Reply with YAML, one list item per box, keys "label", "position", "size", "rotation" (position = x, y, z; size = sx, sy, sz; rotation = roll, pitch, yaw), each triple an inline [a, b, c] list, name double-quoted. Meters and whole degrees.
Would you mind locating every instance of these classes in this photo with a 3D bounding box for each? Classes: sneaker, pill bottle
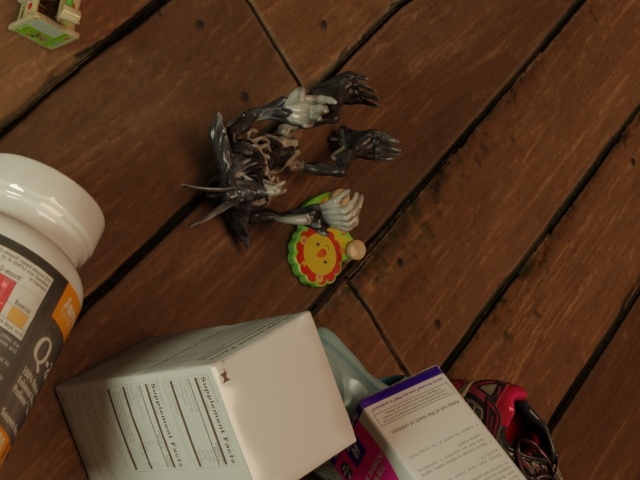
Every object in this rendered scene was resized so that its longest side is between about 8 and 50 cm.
- label: "sneaker"
  position: [0.254, 0.297, 1.742]
  size: [0.299, 0.112, 0.121]
  rotation: [54, 51, -23]
- label: "pill bottle"
  position: [-0.303, 0.072, 1.225]
  size: [0.162, 0.162, 0.278]
  rotation: [42, 56, -30]
- label: "sneaker"
  position: [0.093, 0.233, 1.585]
  size: [0.366, 0.135, 0.150]
  rotation: [45, 59, -28]

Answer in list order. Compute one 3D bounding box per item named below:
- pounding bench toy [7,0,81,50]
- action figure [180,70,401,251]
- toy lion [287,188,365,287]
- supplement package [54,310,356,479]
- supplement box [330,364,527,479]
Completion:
- label: "pounding bench toy"
  position: [-0.255, -0.234, 1.382]
  size: [0.052, 0.083, 0.065]
  rotation: [25, 66, -37]
- label: "action figure"
  position: [-0.023, -0.092, 1.539]
  size: [0.275, 0.141, 0.164]
  rotation: [-36, 118, -43]
- label: "toy lion"
  position: [0.000, 0.000, 1.618]
  size: [0.096, 0.034, 0.100]
  rotation: [-20, 96, -36]
- label: "supplement package"
  position: [-0.111, 0.163, 1.329]
  size: [0.139, 0.244, 0.134]
  rotation: [-27, 100, -43]
- label: "supplement box"
  position: [0.124, 0.253, 1.406]
  size: [0.114, 0.111, 0.220]
  rotation: [-20, 59, -34]
